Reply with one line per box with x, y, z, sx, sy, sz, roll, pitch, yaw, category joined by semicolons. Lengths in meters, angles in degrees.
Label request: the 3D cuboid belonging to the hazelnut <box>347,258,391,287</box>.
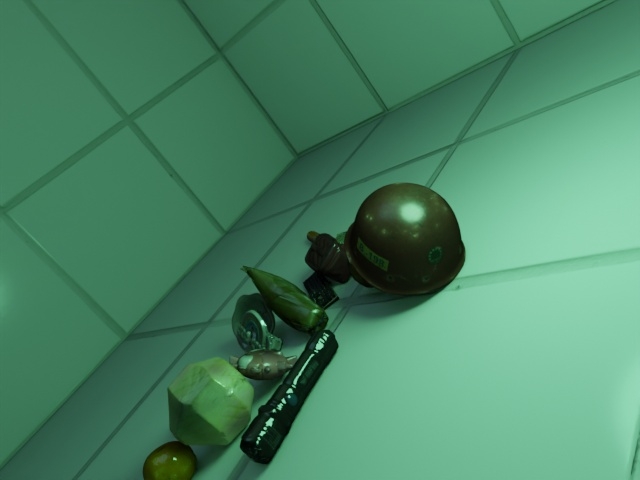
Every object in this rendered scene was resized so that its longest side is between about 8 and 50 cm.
0.191;0.058;1.816;0.208;0.208;0.208;-34;19;13;hazelnut

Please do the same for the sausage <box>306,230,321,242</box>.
0.000;0.000;2.485;0.053;0.053;0.348;-41;18;-8;sausage

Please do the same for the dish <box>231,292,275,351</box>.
-0.229;0.302;2.058;0.229;0.230;0.081;-22;-17;40;dish

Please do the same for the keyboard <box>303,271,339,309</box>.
-0.003;0.183;2.092;0.106;0.027;0.317;-39;17;-1;keyboard

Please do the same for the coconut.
-0.329;0.481;1.624;0.259;0.259;0.259;-34;19;13;coconut

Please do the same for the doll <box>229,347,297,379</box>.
-0.179;0.387;1.749;0.211;0.093;0.262;0;-2;13;doll

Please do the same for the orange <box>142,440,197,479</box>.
-0.434;0.659;1.612;0.154;0.134;0.155;-21;1;0;orange

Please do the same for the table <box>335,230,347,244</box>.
0.089;0.015;2.265;0.079;0.062;0.083;-18;27;48;table

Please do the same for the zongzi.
-0.125;0.191;1.873;0.123;0.289;0.260;-50;21;-9;zongzi

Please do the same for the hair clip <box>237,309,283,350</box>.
-0.218;0.322;1.964;0.054;0.140;0.220;-11;32;-39;hair clip

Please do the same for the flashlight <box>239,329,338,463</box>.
-0.072;0.419;1.549;0.103;0.103;0.424;-18;25;46;flashlight

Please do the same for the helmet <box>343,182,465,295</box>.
0.238;-0.050;1.617;0.337;0.230;0.385;-32;51;-20;helmet

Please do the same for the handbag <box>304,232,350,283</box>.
0.038;0.063;2.087;0.147;0.135;0.225;-61;20;2;handbag
